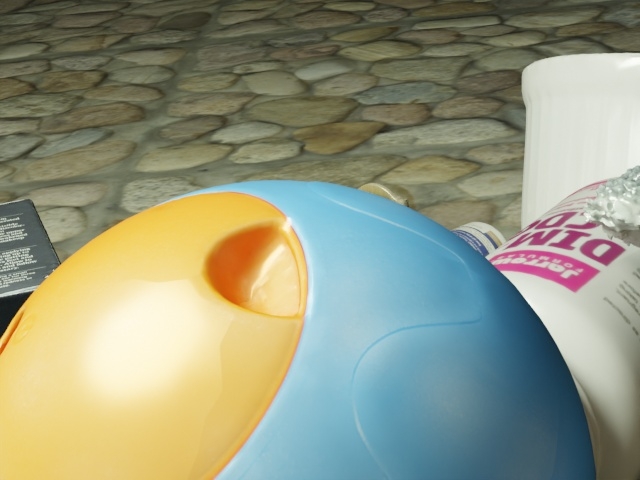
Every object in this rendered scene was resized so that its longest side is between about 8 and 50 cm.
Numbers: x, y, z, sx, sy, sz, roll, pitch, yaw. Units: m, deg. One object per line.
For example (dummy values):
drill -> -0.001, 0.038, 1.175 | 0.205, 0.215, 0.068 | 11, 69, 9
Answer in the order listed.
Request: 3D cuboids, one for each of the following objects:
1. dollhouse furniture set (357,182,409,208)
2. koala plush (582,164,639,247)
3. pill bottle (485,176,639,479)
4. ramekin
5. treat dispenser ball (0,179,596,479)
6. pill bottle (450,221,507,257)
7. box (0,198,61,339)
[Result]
dollhouse furniture set -> 0.000, 0.000, 1.398 | 0.161, 0.101, 0.182 | 9, 24, 38
koala plush -> 0.271, -0.023, 0.969 | 0.221, 0.196, 0.203 | 27, 23, -23
pill bottle -> 0.147, 0.075, 1.035 | 0.160, 0.160, 0.283 | 5, 22, 32
ramekin -> 0.278, -0.044, 1.251 | 0.277, 0.135, 0.277 | 8, -3, 0
treat dispenser ball -> -0.020, 0.115, 0.776 | 0.288, 0.288, 0.288 | -6, 19, 2
pill bottle -> 0.090, 0.033, 1.326 | 0.120, 0.067, 0.067 | -21, 24, -38
box -> -0.226, 0.076, 1.175 | 0.108, 0.153, 0.207 | -12, 18, -14
